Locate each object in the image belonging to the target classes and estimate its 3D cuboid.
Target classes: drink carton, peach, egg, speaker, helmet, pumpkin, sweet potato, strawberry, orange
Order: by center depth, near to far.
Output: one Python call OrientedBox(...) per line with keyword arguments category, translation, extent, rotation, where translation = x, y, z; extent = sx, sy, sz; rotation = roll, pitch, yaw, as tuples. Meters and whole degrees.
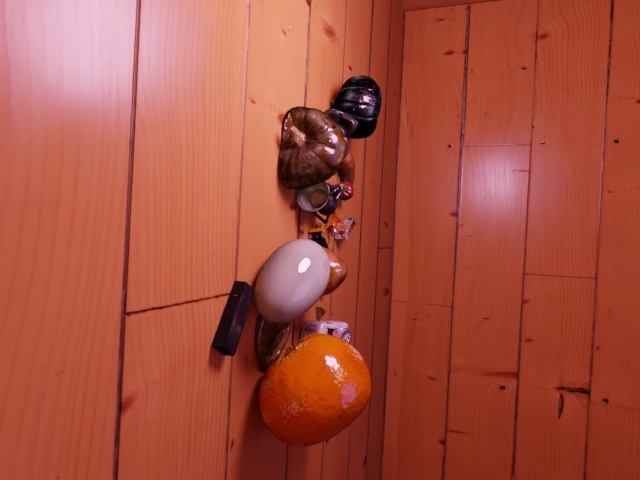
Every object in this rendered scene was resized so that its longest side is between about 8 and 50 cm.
OrientedBox(category="speaker", translation=(-0.264, 0.238, 1.436), extent=(0.082, 0.044, 0.218), rotation=(66, 33, -52))
OrientedBox(category="egg", translation=(-0.097, 0.139, 1.615), extent=(0.371, 0.229, 0.230), rotation=(-56, 144, -48))
OrientedBox(category="orange", translation=(-0.026, 0.516, 1.655), extent=(0.326, 0.424, 0.424), rotation=(59, 22, 3))
OrientedBox(category="pumpkin", translation=(-0.025, -0.358, 1.754), extent=(0.242, 0.232, 0.325), rotation=(25, 66, -66))
OrientedBox(category="peach", translation=(-0.005, 0.120, 1.867), extent=(0.214, 0.235, 0.214), rotation=(-4, 90, -77))
OrientedBox(category="helmet", translation=(0.051, -0.449, 1.984), extent=(0.189, 0.193, 0.216), rotation=(-51, 126, -54))
OrientedBox(category="pumpkin", translation=(0.168, -0.637, 2.238), extent=(0.315, 0.238, 0.315), rotation=(15, 90, -84))
OrientedBox(category="strawberry", translation=(0.126, -0.252, 2.364), extent=(0.106, 0.106, 0.106), rotation=(3, 90, -70))
OrientedBox(category="sweet potato", translation=(0.137, -0.357, 2.391), extent=(0.292, 0.097, 0.097), rotation=(73, 28, -47))
OrientedBox(category="drink carton", translation=(0.128, -0.066, 2.434), extent=(0.166, 0.071, 0.056), rotation=(-56, 148, -53))

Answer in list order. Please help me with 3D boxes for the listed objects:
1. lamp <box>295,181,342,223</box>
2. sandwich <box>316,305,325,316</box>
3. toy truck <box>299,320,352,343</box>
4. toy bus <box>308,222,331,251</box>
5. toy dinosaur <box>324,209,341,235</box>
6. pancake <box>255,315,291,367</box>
OrientedBox(category="lamp", translation=(0.009, -0.176, 1.966), extent=(0.172, 0.147, 0.227), rotation=(-53, 160, 6))
OrientedBox(category="sandwich", translation=(-0.001, 0.340, 2.200), extent=(0.083, 0.030, 0.044), rotation=(50, 43, -59))
OrientedBox(category="toy truck", translation=(-0.007, 0.529, 1.981), extent=(0.206, 0.173, 0.388), rotation=(17, 75, -39))
OrientedBox(category="toy bus", translation=(0.000, 0.000, 2.095), extent=(0.074, 0.069, 0.162), rotation=(-82, 160, -44))
OrientedBox(category="toy dinosaur", translation=(0.059, -0.098, 2.268), extent=(0.212, 0.057, 0.142), rotation=(24, 59, -70))
OrientedBox(category="pancake", translation=(-0.175, 0.340, 1.717), extent=(0.250, 0.031, 0.250), rotation=(5, 90, -67))
